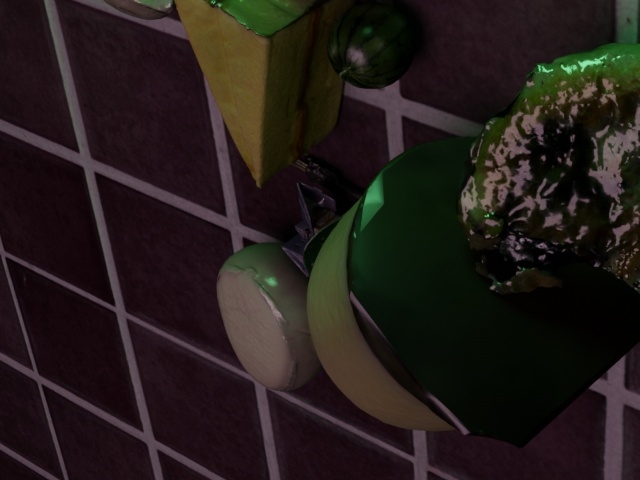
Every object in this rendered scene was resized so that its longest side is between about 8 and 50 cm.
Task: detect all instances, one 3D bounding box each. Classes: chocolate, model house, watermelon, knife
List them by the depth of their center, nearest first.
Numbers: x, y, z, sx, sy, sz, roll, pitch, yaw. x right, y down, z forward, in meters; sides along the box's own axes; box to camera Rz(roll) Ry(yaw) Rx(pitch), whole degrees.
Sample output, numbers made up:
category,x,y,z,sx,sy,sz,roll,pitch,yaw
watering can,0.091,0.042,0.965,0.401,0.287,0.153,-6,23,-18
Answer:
category,x,y,z,sx,sy,sz,roll,pitch,yaw
chocolate,0.151,0.076,1.666,0.326,0.314,0.297,47,154,9
watermelon,0.054,-0.214,1.668,0.109,0.109,0.109,29,139,28
model house,0.000,0.000,1.903,0.088,0.117,0.167,39,159,30
knife,0.011,-0.079,1.907,0.222,0.021,0.045,24,138,27

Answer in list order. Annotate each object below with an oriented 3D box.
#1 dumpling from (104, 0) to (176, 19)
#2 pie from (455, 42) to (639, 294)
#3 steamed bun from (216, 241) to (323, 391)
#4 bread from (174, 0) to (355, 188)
category,x,y,z,sx,sy,sz,roll,pitch,yaw
dumpling,-0.207,-0.337,1.837,0.118,0.136,0.199,32,-178,-38
pie,0.324,-0.043,1.454,0.371,0.078,0.296,19,113,7
steamed bun,-0.048,0.099,2.038,0.177,0.131,0.228,35,144,37
bread,-0.075,-0.220,1.751,0.163,0.168,0.264,36,143,22
